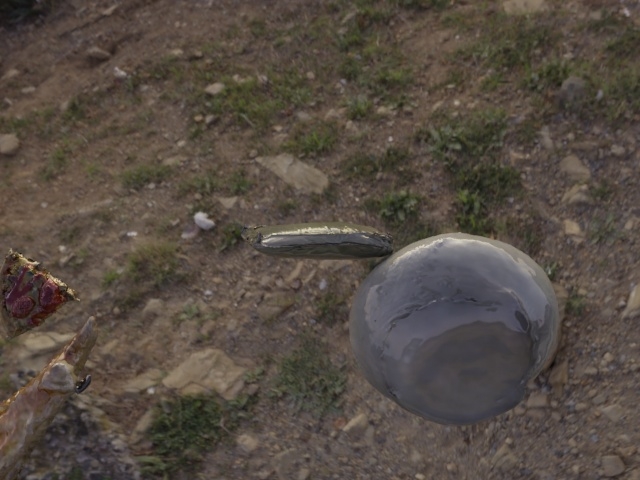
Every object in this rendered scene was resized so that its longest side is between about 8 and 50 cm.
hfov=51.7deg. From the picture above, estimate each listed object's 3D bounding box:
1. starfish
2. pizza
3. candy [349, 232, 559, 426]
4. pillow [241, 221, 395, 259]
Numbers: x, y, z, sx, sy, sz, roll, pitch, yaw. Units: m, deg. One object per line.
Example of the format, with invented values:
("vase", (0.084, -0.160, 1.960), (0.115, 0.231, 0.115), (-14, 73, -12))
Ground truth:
("starfish", (-0.209, 0.165, 0.325), (0.060, 0.299, 0.302), (33, 78, -9))
("pizza", (-0.354, 0.055, 0.787), (0.100, 0.029, 0.099), (-30, 88, 1))
("candy", (0.176, 0.113, 0.912), (0.296, 0.295, 0.185), (-1, 25, 12))
("pillow", (0.000, 0.000, 0.908), (0.208, 0.119, 0.053), (1, 90, -14))
